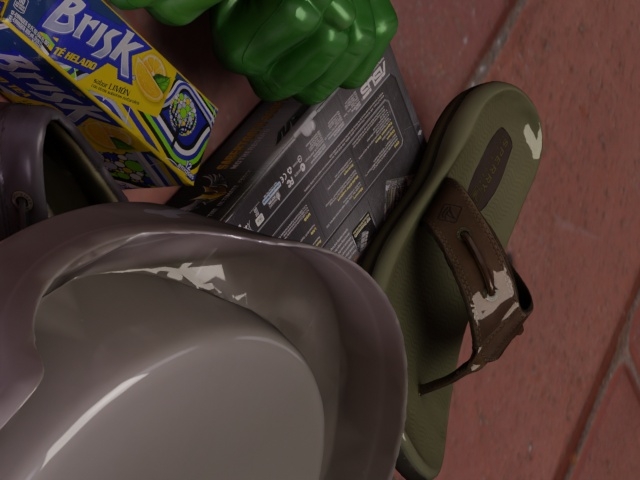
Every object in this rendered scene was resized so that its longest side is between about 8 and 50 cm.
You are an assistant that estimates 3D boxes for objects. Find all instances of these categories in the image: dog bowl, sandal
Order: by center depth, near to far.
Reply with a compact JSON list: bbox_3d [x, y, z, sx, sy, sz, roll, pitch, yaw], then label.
[{"bbox_3d":[-0.108,0.138,0.817,0.348,0.102,0.349,-33,138,-36],"label":"dog bowl"},{"bbox_3d":[0.099,0.014,1.119,0.120,0.086,0.303,51,51,-42],"label":"sandal"}]

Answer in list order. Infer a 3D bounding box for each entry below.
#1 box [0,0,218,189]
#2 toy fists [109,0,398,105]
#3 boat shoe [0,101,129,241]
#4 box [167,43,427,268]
[{"bbox_3d":[-0.130,-0.091,0.923,0.169,0.059,0.054,42,55,-46],"label":"box"},{"bbox_3d":[-0.053,-0.174,0.968,0.279,0.096,0.142,31,46,-51],"label":"toy fists"},{"bbox_3d":[-0.119,0.044,0.908,0.103,0.092,0.285,-55,132,-40],"label":"boat shoe"},{"bbox_3d":[0.000,0.000,1.105,0.231,0.056,0.183,-52,131,-41],"label":"box"}]
